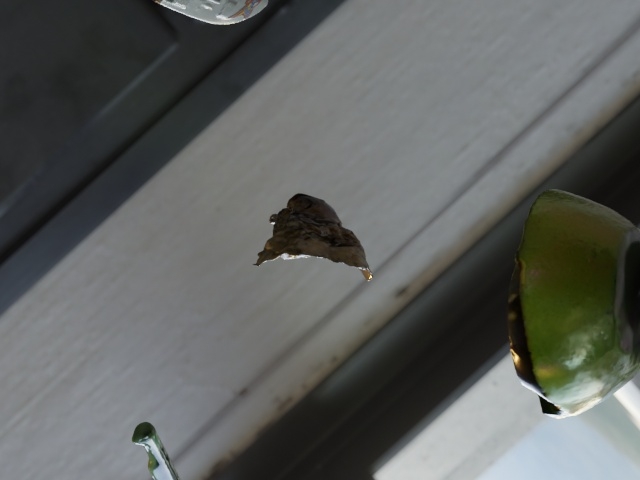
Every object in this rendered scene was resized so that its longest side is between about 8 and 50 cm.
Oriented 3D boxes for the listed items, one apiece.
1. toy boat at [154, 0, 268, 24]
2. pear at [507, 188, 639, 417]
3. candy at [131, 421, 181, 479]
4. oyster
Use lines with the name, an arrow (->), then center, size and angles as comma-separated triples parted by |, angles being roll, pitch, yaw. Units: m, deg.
toy boat -> -0.153, -0.393, 2.283 | 0.088, 0.129, 0.295 | 33, -169, 24
pear -> 0.450, 0.100, 2.443 | 0.165, 0.399, 0.399 | 0, 156, 28
candy -> -0.125, 0.292, 1.521 | 0.119, 0.119, 0.440 | 49, 164, 34
oyster -> -0.015, -0.005, 2.109 | 0.161, 0.107, 0.233 | 16, -176, -15
